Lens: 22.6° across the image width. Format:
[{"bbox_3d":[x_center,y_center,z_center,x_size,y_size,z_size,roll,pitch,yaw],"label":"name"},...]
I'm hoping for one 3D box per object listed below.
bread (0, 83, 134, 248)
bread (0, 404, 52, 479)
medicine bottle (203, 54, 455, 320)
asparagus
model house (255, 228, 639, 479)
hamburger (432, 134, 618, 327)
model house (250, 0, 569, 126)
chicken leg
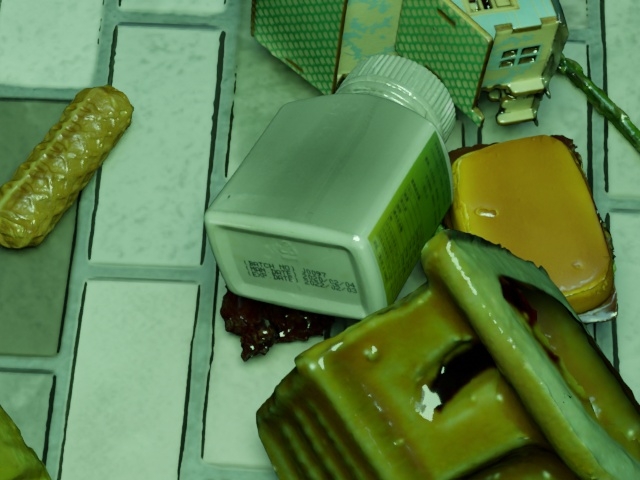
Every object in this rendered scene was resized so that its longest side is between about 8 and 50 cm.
[{"bbox_3d":[-0.201,-0.058,1.237,0.052,0.044,0.157,26,65,19],"label":"bread"},{"bbox_3d":[-0.240,0.225,0.943,0.208,0.251,0.376,-31,87,-40],"label":"bread"},{"bbox_3d":[0.020,-0.042,1.129,0.132,0.088,0.188,9,47,28],"label":"medicine bottle"},{"bbox_3d":[0.239,-0.092,1.268,0.233,0.023,0.022,48,28,21],"label":"asparagus"},{"bbox_3d":[0.089,0.149,1.059,0.239,0.173,0.268,-34,87,20],"label":"model house"},{"bbox_3d":[0.144,0.002,1.182,0.137,0.087,0.165,-7,62,-3],"label":"hamburger"},{"bbox_3d":[0.047,-0.201,1.234,0.206,0.178,0.271,-10,66,-12],"label":"model house"},{"bbox_3d":[-0.007,-0.001,1.206,0.089,0.048,0.219,25,65,9],"label":"chicken leg"}]
